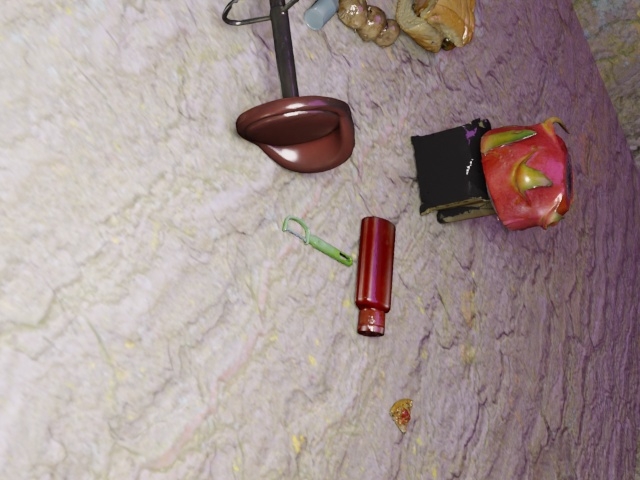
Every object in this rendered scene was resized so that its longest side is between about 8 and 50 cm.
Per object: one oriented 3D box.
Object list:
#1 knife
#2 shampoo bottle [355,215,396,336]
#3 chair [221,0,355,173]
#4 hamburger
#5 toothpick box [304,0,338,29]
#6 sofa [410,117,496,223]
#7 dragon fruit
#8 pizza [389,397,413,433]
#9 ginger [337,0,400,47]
[{"bbox_3d":[-0.001,0.000,1.227,0.212,0.015,0.054,32,51,-38],"label":"knife"},{"bbox_3d":[0.122,0.082,1.303,0.102,0.064,0.260,28,61,-45],"label":"shampoo bottle"},{"bbox_3d":[-0.063,-0.335,1.086,0.226,0.226,0.401,-4,84,-48],"label":"chair"},{"bbox_3d":[0.339,-0.641,1.652,0.209,0.162,0.330,44,49,-35],"label":"hamburger"},{"bbox_3d":[0.003,-0.525,1.333,0.052,0.052,0.083,53,48,-25],"label":"toothpick box"},{"bbox_3d":[0.375,-0.183,1.566,0.182,0.200,0.258,7,74,-58],"label":"sofa"},{"bbox_3d":[0.526,-0.157,1.434,0.290,0.189,0.291,22,63,-52],"label":"dragon fruit"},{"bbox_3d":[0.194,0.402,1.330,0.083,0.025,0.078,-12,87,-49],"label":"pizza"},{"bbox_3d":[0.125,-0.549,1.453,0.204,0.080,0.104,21,60,-41],"label":"ginger"}]
